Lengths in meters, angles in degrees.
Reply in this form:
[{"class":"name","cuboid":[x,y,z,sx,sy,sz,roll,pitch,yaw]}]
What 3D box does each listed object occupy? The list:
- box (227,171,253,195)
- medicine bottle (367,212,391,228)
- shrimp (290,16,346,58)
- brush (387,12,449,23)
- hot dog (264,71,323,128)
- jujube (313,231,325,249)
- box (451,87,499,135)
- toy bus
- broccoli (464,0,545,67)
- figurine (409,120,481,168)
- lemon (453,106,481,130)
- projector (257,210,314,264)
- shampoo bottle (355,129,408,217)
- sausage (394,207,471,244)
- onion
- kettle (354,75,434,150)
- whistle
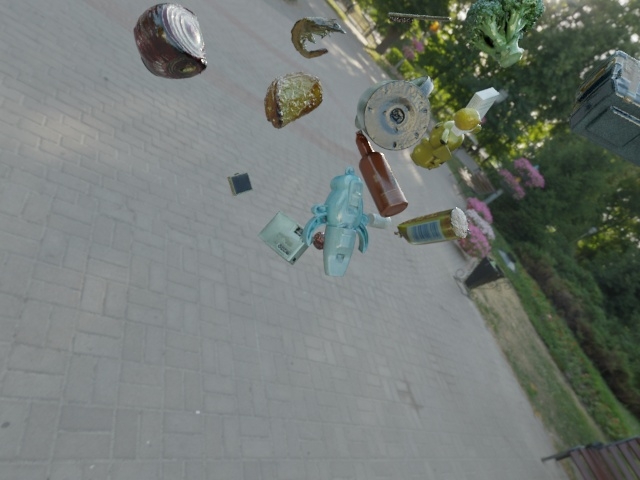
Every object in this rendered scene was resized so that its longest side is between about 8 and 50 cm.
[{"class":"box","cuboid":[-0.315,-0.225,1.584,0.080,0.035,0.083,-23,107,-29]},{"class":"medicine bottle","cuboid":[0.235,-0.078,1.639,0.091,0.058,0.058,8,46,-33]},{"class":"shrimp","cuboid":[-0.016,-0.884,1.765,0.254,0.173,0.058,17,26,15]},{"class":"brush","cuboid":[0.398,-0.902,1.645,0.248,0.036,0.043,11,38,11]},{"class":"hot dog","cuboid":[-0.105,-0.517,1.479,0.114,0.175,0.259,25,47,30]},{"class":"jujube","cuboid":[0.000,0.000,1.784,0.077,0.077,0.129,54,-6,7]},{"class":"box","cuboid":[0.491,-0.407,1.288,0.084,0.154,0.040,-27,70,-28]},{"class":"toy bus","cuboid":[0.689,-0.255,0.851,0.275,0.138,0.167,31,63,3]},{"class":"broccoli","cuboid":[0.634,-0.742,1.405,0.270,0.270,0.269,12,67,-52]},{"class":"figurine","cuboid":[0.571,-0.458,1.933,0.218,0.326,0.169,-22,73,-26]},{"class":"lemon","cuboid":[0.414,-0.341,1.135,0.065,0.065,0.092,31,4,-35]},{"class":"projector","cuboid":[-0.108,-0.008,1.285,0.147,0.115,0.061,37,-7,24]},{"class":"shampoo bottle","cuboid":[0.153,-0.182,1.093,0.085,0.085,0.244,5,58,-56]},{"class":"sausage","cuboid":[0.415,-0.044,1.563,0.125,0.318,0.117,9,78,-35]},{"class":"onion","cuboid":[-0.529,-0.671,1.372,0.207,0.206,0.216,-5,79,-60]},{"class":"kettle","cuboid":[0.199,-0.353,1.060,0.161,0.221,0.236,50,11,-18]},{"class":"whistle","cuboid":[0.054,-0.047,0.997,0.186,0.273,0.093,9,1,-31]}]
